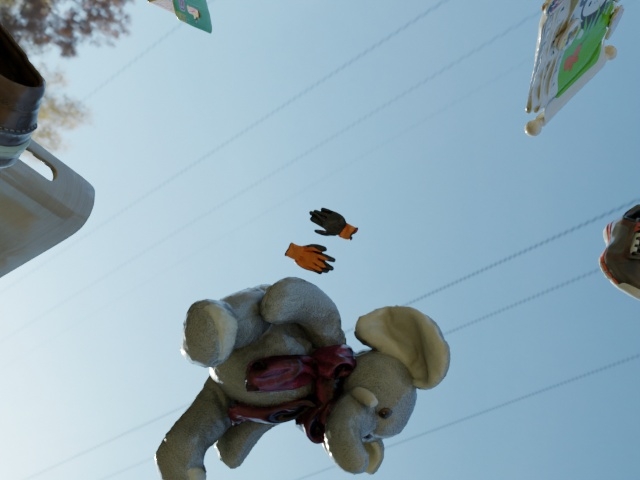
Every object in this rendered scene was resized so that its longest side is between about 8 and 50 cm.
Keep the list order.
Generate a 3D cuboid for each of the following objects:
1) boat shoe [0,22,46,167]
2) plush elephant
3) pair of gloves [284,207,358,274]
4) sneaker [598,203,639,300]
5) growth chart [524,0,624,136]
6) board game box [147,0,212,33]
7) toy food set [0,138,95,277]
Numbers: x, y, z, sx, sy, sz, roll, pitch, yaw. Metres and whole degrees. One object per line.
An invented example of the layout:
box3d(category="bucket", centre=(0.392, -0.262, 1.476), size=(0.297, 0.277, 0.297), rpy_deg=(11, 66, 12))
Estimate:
box3d(category="boat shoe", centre=(-0.297, -0.181, 0.655), size=(0.257, 0.095, 0.095), rpy_deg=(51, -60, 13))
box3d(category="plush elephant", centre=(-0.003, 0.178, 0.968), size=(0.255, 0.330, 0.272), rpy_deg=(26, -62, 15))
box3d(category="pair of gloves", centre=(0.000, 0.000, 1.011), size=(0.074, 0.010, 0.083), rpy_deg=(26, -101, 33))
box3d(category="sneaker", centre=(0.368, 0.007, 0.946), size=(0.065, 0.061, 0.158), rpy_deg=(-60, -172, 35))
box3d(category="growth chart", centre=(0.238, -0.199, 0.721), size=(0.021, 0.237, 0.172), rpy_deg=(38, -105, 23))
box3d(category="board game box", centre=(-0.174, -0.350, 0.856), size=(0.039, 0.124, 0.259), rpy_deg=(-16, -86, 12))
box3d(category="toy food set", centre=(-0.475, -0.038, 1.024), size=(0.306, 0.220, 0.092), rpy_deg=(-29, -126, 11))
